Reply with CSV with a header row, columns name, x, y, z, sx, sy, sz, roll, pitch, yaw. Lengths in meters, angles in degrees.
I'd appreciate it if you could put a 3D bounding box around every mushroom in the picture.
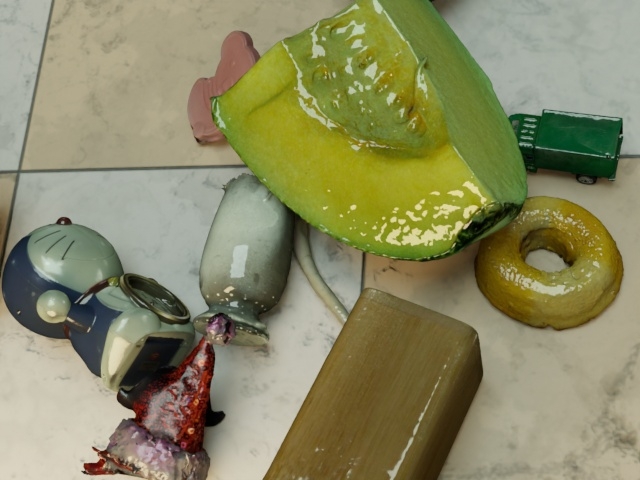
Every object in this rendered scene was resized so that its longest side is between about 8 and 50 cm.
name,x,y,z,sx,sy,sz,roll,pitch,yaw
mushroom,0.000,0.002,1.605,0.068,0.043,0.306,-11,61,-12

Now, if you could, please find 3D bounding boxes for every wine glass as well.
name,x,y,z,sx,sy,sz,roll,pitch,yaw
wine glass,-0.092,0.026,1.570,0.111,0.111,0.204,5,70,15

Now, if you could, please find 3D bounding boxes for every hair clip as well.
name,x,y,z,sx,sy,sz,roll,pitch,yaw
hair clip,-0.123,-0.198,1.688,0.138,0.102,0.123,-25,59,1

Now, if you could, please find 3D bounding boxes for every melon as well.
name,x,y,z,sx,sy,sz,roll,pitch,yaw
melon,0.086,-0.126,1.513,0.331,0.226,0.344,-25,75,-20

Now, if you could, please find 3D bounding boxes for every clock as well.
name,x,y,z,sx,sy,sz,roll,pitch,yaw
clock,-0.287,0.076,1.562,0.243,0.199,0.147,36,106,25

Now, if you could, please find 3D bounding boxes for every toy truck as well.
name,x,y,z,sx,sy,sz,roll,pitch,yaw
toy truck,0.296,-0.116,1.568,0.147,0.079,0.065,9,68,19

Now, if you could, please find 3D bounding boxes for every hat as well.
name,x,y,z,sx,sy,sz,roll,pitch,yaw
hat,-0.167,0.185,1.476,0.140,0.129,0.227,24,92,-8

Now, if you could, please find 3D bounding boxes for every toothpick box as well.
name,x,y,z,sx,sy,sz,roll,pitch,yaw
toothpick box,0.053,0.230,1.409,0.190,0.187,0.308,19,67,21

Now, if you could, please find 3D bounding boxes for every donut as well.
name,x,y,z,sx,sy,sz,roll,pitch,yaw
donut,0.273,0.020,1.516,0.178,0.065,0.162,16,70,20
